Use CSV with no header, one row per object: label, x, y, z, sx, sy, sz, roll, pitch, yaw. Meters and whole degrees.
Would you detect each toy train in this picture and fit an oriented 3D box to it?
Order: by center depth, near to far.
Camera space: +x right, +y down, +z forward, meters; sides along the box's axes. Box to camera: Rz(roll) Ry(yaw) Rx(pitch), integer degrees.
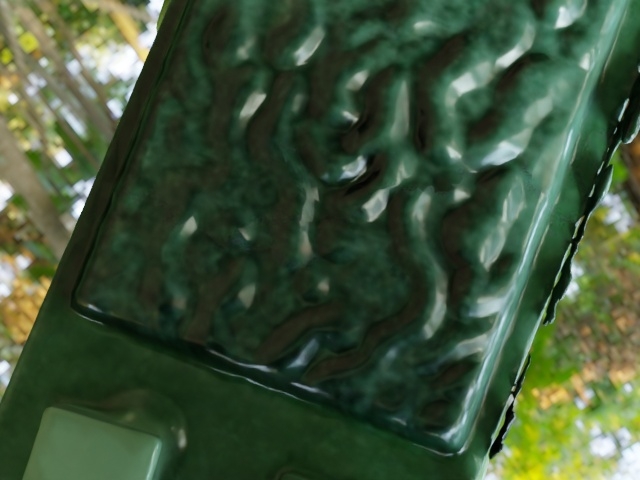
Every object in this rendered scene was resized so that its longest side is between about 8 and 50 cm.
toy train,0.000,0.000,0.485,0.188,0.159,0.271,106,7,-87
